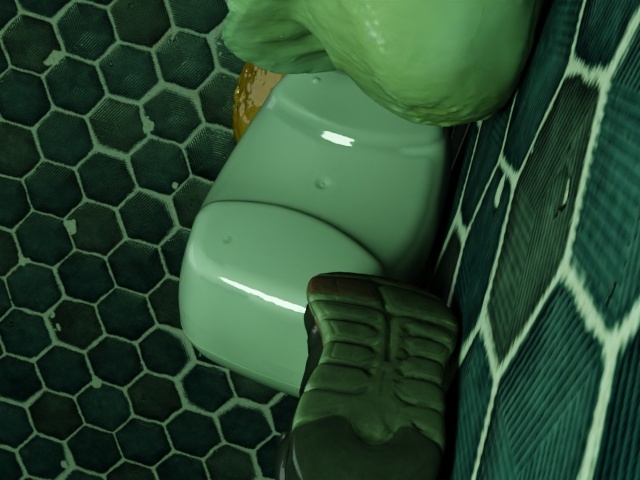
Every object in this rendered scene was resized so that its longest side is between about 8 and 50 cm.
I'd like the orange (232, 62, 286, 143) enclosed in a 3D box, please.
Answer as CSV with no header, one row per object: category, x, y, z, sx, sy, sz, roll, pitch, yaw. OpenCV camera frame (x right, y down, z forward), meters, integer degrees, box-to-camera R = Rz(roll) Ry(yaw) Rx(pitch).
orange,0.044,-0.199,1.336,0.341,0.293,0.340,-56,-12,-19

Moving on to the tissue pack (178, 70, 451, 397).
tissue pack,0.000,0.000,0.977,0.236,0.229,0.333,94,-162,-54

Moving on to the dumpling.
dumpling,0.082,-0.188,0.740,0.270,0.212,0.321,-36,-28,-14

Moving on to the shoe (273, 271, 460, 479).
shoe,0.031,0.125,0.653,0.291,0.114,0.137,-79,-2,-61
